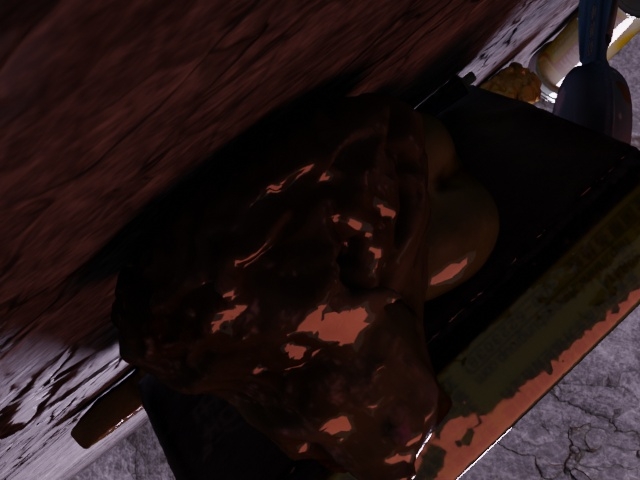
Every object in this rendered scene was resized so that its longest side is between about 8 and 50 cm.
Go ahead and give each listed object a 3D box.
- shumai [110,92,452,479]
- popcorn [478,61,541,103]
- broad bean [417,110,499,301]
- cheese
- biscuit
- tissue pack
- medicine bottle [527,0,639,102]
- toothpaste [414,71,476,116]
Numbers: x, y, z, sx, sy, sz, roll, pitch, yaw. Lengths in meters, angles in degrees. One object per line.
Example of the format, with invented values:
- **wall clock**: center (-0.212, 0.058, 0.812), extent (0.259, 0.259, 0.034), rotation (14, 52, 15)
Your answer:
- **shumai**: center (0.007, 0.034, 0.629), extent (0.206, 0.175, 0.166), rotation (-41, 179, -39)
- **popcorn**: center (0.198, -0.152, 1.294), extent (0.083, 0.057, 0.082), rotation (-33, 167, -37)
- **broad bean**: center (0.000, 0.000, 0.833), extent (0.263, 0.121, 0.189), rotation (-24, -170, 35)
- **cheese**: center (0.236, -0.120, 1.059), extent (0.135, 0.052, 0.244), rotation (142, -45, -82)
- **biscuit**: center (-0.131, 0.110, 1.298), extent (0.320, 0.047, 0.183), rotation (-39, 173, -5)
- **tissue pack**: center (0.057, 0.066, 0.935), extent (0.394, 0.124, 0.288), rotation (-43, -156, -1)
- **medicine bottle**: center (0.300, -0.225, 1.335), extent (0.074, 0.074, 0.218), rotation (-38, 175, -19)
- **toothpaste**: center (0.094, -0.111, 1.005), extent (0.083, 0.019, 0.027), rotation (-39, -155, -3)
